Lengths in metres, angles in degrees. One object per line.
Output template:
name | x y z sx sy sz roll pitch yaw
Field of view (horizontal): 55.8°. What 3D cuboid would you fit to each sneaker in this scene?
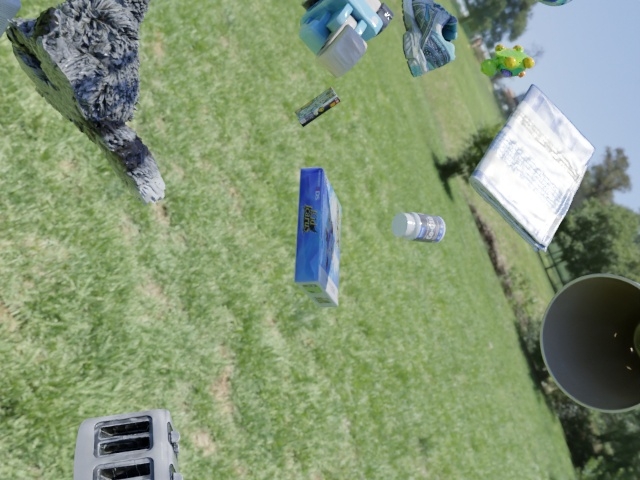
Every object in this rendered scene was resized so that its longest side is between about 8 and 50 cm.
sneaker | 0.261 -0.498 1.416 0.110 0.122 0.283 55 31 -53

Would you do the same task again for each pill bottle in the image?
pill bottle | 0.262 -0.035 1.626 0.137 0.078 0.078 6 57 -35

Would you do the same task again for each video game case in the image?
video game case | 0.000 0.000 1.430 0.244 0.061 0.270 60 31 -69

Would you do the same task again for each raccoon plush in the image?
raccoon plush | -0.367 -0.331 1.159 0.299 0.216 0.447 -45 129 -26

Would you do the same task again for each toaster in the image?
toaster | -0.325 0.384 1.009 0.110 0.185 0.168 99 -18 -44

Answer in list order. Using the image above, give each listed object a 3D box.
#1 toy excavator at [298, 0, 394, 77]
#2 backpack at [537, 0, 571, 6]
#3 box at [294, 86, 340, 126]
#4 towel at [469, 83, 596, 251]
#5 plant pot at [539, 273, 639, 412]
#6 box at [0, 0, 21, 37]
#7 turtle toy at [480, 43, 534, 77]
toy excavator | 0.052 -0.629 1.860 0.222 0.432 0.445 40 66 -24
backpack | 0.571 -0.708 1.349 0.290 0.356 0.273 35 -26 5
box | -0.010 -0.401 1.817 0.027 0.137 0.094 52 10 -29
towel | 0.416 -0.144 1.173 0.209 0.034 0.285 42 65 -12
plant pot | 0.631 0.205 1.216 0.273 0.256 0.257 8 56 -38
box | -0.652 -0.433 1.133 0.091 0.170 0.130 19 38 -49
turtle toy | 0.465 -0.443 1.516 0.095 0.130 0.066 -102 -166 -46
